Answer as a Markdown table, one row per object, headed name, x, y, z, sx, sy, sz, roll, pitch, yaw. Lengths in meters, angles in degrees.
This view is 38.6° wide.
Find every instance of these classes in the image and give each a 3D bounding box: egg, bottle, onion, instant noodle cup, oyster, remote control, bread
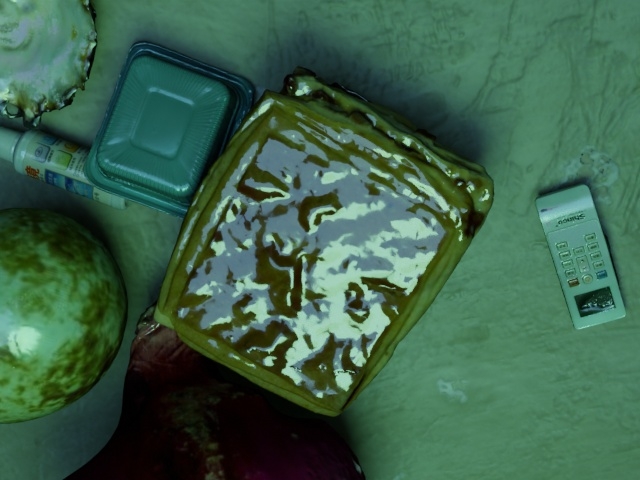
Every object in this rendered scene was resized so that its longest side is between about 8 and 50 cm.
| name | x | y | z | sx | sy | sz | roll | pitch | yaw |
| --- | --- | --- | --- | --- | --- | --- | --- | --- | --- |
| egg | -0.354 | 0.093 | 1.059 | 0.238 | 0.238 | 0.289 | 43 | 131 | -5 |
| bottle | -0.323 | -0.098 | 1.084 | 0.217 | 0.060 | 0.060 | 21 | 109 | 2 |
| onion | -0.150 | 0.259 | 1.026 | 0.398 | 0.398 | 0.420 | -12 | 88 | 12 |
| instant noodle cup | -0.171 | -0.125 | 1.020 | 0.157 | 0.070 | 0.179 | 20 | 87 | 1 |
| oyster | -0.363 | -0.261 | 1.029 | 0.259 | 0.092 | 0.198 | 43 | 109 | -15 |
| remote control | 0.297 | 0.018 | 1.039 | 0.065 | 0.029 | 0.166 | -18 | 108 | 13 |
| bread | 0.000 | 0.000 | 1.008 | 0.277 | 0.167 | 0.324 | 29 | 100 | 0 |
